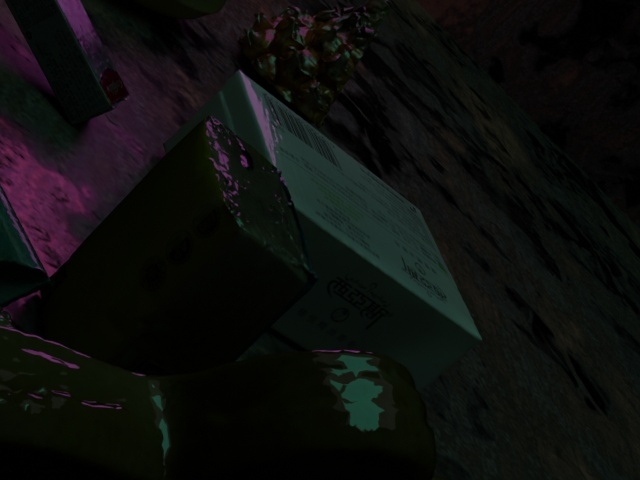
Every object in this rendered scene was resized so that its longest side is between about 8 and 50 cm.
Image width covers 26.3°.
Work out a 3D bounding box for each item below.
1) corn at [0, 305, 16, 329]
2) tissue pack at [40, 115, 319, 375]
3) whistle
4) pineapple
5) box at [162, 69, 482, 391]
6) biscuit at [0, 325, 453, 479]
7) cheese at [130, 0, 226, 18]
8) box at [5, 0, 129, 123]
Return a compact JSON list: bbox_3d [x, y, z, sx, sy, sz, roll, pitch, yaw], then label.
[{"bbox_3d":[-0.236,0.003,0.684,0.237,0.079,0.079,47,17,5],"label":"corn"},{"bbox_3d":[-0.091,0.025,0.821,0.082,0.169,0.120,32,24,-34],"label":"tissue pack"},{"bbox_3d":[-0.222,-0.037,0.859,0.039,0.039,0.186,19,33,-57],"label":"whistle"},{"bbox_3d":[-0.008,-0.246,1.629,0.139,0.164,0.250,37,22,-9],"label":"pineapple"},{"bbox_3d":[0.000,0.000,1.186,0.260,0.111,0.194,38,20,-35],"label":"box"},{"bbox_3d":[-0.094,0.091,0.493,0.432,0.283,0.064,19,51,-41],"label":"biscuit"},{"bbox_3d":[-0.221,-0.363,1.416,0.260,0.128,0.316,57,21,21],"label":"cheese"},{"bbox_3d":[-0.226,-0.199,1.095,0.218,0.039,0.055,63,14,-11],"label":"box"}]
